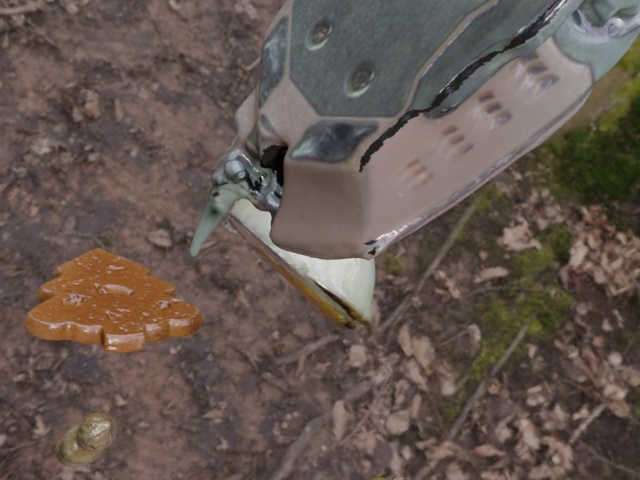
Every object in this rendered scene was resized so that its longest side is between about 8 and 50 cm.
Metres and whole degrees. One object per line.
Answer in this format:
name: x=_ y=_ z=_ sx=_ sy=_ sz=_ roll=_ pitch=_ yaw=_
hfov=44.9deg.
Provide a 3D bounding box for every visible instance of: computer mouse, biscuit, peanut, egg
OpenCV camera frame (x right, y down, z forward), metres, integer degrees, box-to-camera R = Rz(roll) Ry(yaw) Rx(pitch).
computer mouse: x=0.068 y=-0.109 z=0.431 sx=0.115 sy=0.389 sz=0.199 roll=27 pitch=23 yaw=-39
biscuit: x=-0.355 y=0.099 z=1.312 sx=0.284 sy=0.043 sz=0.306 roll=2 pitch=25 yaw=-24
peanut: x=-0.497 y=0.425 z=1.652 sx=0.104 sy=0.228 sz=0.085 roll=-26 pitch=81 yaw=-48
egg: x=-0.002 y=-0.003 z=1.220 sx=0.286 sy=0.174 sz=0.264 roll=40 pitch=-5 yaw=33

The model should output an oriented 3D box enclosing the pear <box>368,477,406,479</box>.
pear: x=0.114 y=0.434 z=1.179 sx=0.141 sy=0.104 sz=0.141 roll=5 pitch=81 yaw=-32
